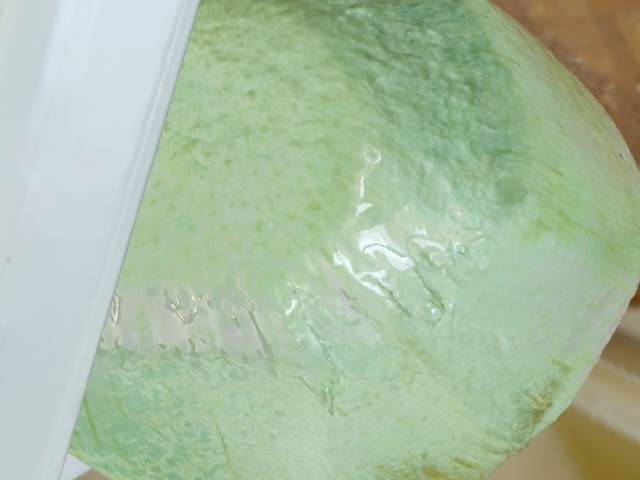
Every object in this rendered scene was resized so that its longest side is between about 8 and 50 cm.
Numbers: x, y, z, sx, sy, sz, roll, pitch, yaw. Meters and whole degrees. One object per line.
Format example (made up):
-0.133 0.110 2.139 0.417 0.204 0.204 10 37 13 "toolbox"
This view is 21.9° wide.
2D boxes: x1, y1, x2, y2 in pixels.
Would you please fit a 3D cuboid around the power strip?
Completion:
-0.090 -0.011 0.502 0.058 0.338 0.098 15 -170 -18 "power strip"

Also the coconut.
0.000 0.000 0.802 0.328 0.328 0.281 98 153 -64 "coconut"

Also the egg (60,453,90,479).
-0.181 0.074 1.141 0.162 0.271 0.206 121 128 -78 "egg"
